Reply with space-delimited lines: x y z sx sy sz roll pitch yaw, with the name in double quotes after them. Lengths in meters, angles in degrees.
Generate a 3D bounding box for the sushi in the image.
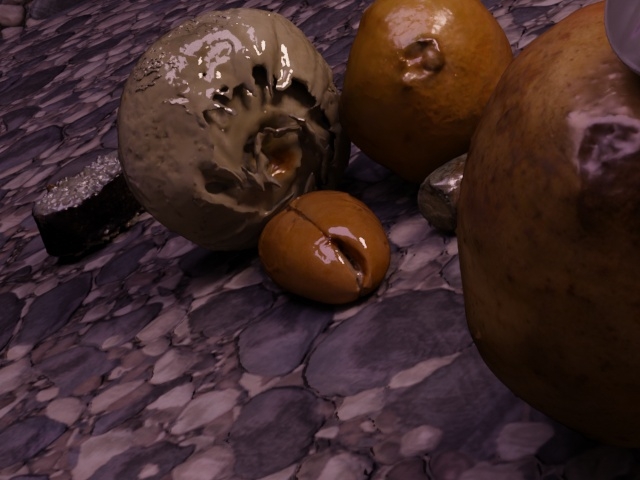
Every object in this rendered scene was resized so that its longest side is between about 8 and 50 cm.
-0.273 -0.042 1.614 0.090 0.078 0.150 12 42 46 "sushi"

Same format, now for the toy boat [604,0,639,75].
0.270 -0.181 0.682 0.269 0.141 0.141 -51 11 27 "toy boat"

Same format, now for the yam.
0.195 -0.096 1.281 0.253 0.061 0.061 -37 26 -26 "yam"

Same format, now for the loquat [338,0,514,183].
0.106 -0.157 1.335 0.187 0.176 0.234 -58 -9 -7 "loquat"

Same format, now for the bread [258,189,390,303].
0.000 0.000 1.260 0.114 0.077 0.189 -26 20 -13 "bread"

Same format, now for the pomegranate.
0.211 -0.010 0.825 0.281 0.281 0.281 -21 24 10 "pomegranate"

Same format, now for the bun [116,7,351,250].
-0.079 -0.109 1.363 0.259 0.259 0.152 -33 29 -17 "bun"
